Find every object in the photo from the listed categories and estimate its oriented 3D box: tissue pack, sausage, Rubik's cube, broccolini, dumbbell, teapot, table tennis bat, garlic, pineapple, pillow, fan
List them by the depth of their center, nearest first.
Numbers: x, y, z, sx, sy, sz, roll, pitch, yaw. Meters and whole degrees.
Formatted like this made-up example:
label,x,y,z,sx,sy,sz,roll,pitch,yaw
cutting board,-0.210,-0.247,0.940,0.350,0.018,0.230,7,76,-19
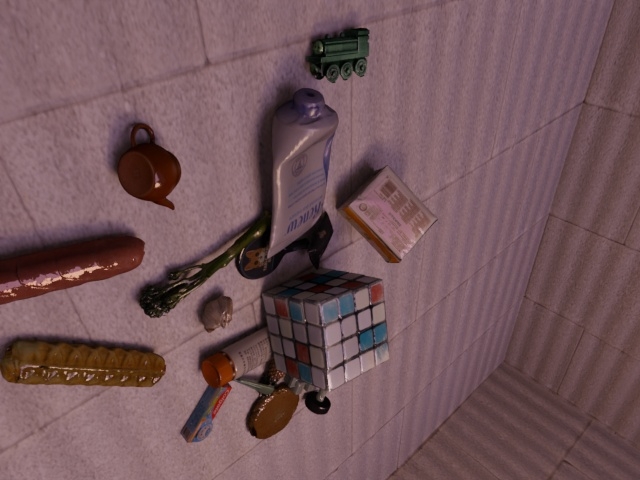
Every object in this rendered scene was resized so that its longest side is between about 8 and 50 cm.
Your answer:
label,x,y,z,sx,sy,sz,roll,pitch,yaw
sausage,-0.517,0.062,0.855,0.433,0.088,0.087,-17,128,-40
teapot,-0.319,-0.138,0.921,0.116,0.116,0.173,-21,103,-38
broccolini,-0.266,0.039,1.150,0.392,0.079,0.074,-45,131,-27
garlic,-0.265,0.192,1.230,0.074,0.094,0.113,24,107,-12
table tennis bat,-0.128,0.030,1.307,0.236,0.027,0.150,-14,125,-39
Rubik's cube,0.019,0.242,1.373,0.256,0.253,0.259,-18,104,-39
pillow,-0.001,0.000,1.378,0.090,0.048,0.150,91,20,-59
tissue pack,0.195,-0.075,1.415,0.225,0.124,0.185,46,79,-9
fan,-0.220,0.439,1.462,0.193,0.016,0.038,31,111,-36
pineapple,-0.153,0.442,1.543,0.074,0.074,0.159,9,117,-50
dumbbell,0.019,0.538,1.768,0.100,0.100,0.191,7,111,-50

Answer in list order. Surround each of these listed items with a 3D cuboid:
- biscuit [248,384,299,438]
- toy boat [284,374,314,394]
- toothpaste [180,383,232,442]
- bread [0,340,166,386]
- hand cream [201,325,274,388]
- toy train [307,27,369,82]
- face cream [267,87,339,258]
label,x,y,z,sx,sy,sz,roll,pitch,yaw
biscuit,-0.160,0.591,1.657,0.226,0.042,0.226,-27,132,-34
toy boat,-0.013,0.367,1.616,0.141,0.092,0.319,8,109,-52
toothpaste,-0.328,0.499,1.408,0.070,0.044,0.193,27,95,-54
bread,-0.493,0.273,1.042,0.077,0.084,0.367,-23,152,29
hand cream,-0.192,0.318,1.395,0.314,0.089,0.139,-15,121,-46
toy train,0.044,-0.436,1.127,0.170,0.071,0.111,-23,122,-35
face cream,-0.050,-0.166,1.185,0.235,0.137,0.420,-41,150,-42
